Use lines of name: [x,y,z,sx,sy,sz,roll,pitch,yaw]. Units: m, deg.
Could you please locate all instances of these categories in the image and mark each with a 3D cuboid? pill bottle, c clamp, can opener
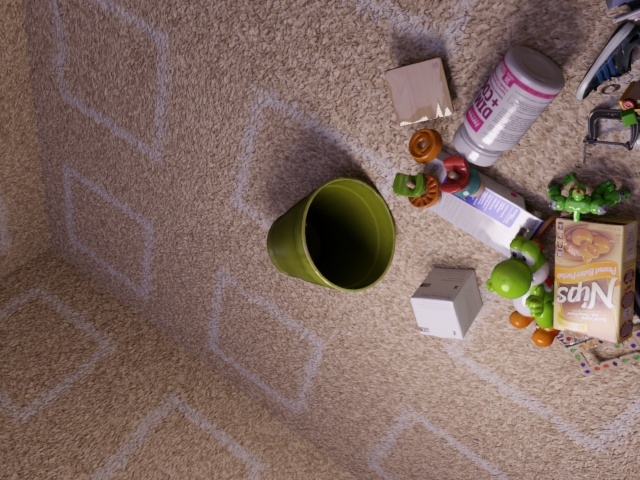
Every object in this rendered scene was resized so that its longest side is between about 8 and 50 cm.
pill bottle: [0.465,-0.330,1.538,0.160,0.160,0.283,39,137,8]
c clamp: [0.703,-0.254,1.475,0.161,0.022,0.137,17,120,63]
can opener: [0.734,-0.525,1.239,0.283,0.076,0.095,-16,102,41]

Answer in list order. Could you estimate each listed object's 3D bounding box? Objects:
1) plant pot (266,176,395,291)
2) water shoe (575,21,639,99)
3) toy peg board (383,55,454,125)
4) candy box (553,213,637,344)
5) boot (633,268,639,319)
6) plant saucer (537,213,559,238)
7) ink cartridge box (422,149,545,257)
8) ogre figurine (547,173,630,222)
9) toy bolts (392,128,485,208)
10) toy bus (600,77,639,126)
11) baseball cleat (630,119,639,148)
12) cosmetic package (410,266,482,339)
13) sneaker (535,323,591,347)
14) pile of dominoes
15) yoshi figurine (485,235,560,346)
plant pot: [0.000,0.000,2.057,0.353,0.366,0.366,-12,114,55]
water shoe: [0.667,-0.395,1.395,0.080,0.073,0.203,34,137,10]
toy peg board: [0.281,-0.423,1.695,0.161,0.079,0.161,-9,117,25]
candy box: [0.725,0.097,1.612,0.183,0.088,0.316,12,108,50]
boot: [0.804,0.147,1.684,0.179,0.085,0.236,-35,85,49]
plant saucer: [0.630,-0.040,1.687,0.013,0.083,0.083,44,140,25]
ink cartridge box: [0.460,-0.104,1.788,0.371,0.069,0.175,35,136,16]
ogre figurine: [0.679,-0.109,1.569,0.197,0.118,0.096,26,134,21]
toy bolts: [0.353,-0.191,1.708,0.229,0.158,0.218,11,86,44]
toy bus: [0.748,-0.296,1.326,0.191,0.202,0.104,-26,119,19]
baseball cleat: [0.812,-0.232,1.417,0.206,0.072,0.109,49,145,12]
cosmetic package: [0.411,0.200,1.969,0.151,0.184,0.151,1,121,38]
sneaker: [0.745,0.290,1.860,0.170,0.063,0.074,7,119,29]
pile of dominoes: [0.841,0.296,1.759,0.251,0.040,0.196,-29,106,32]
yoshi figurine: [0.573,0.154,1.742,0.204,0.203,0.362,-7,131,23]
